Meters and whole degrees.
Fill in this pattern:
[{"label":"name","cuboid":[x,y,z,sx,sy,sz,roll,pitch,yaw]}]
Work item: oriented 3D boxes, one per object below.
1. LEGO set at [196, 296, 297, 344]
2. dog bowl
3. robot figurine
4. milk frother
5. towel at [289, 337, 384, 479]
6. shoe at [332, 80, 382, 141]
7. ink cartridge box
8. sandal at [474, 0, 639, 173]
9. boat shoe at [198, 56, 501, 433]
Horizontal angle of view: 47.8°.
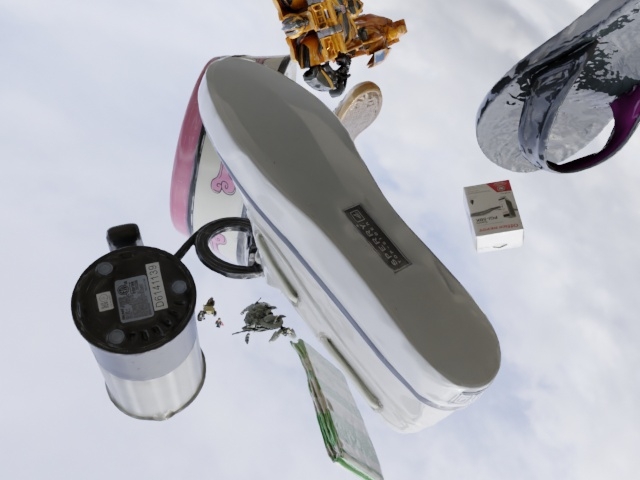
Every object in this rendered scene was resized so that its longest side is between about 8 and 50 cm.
[{"label":"LEGO set","cuboid":[-0.059,0.061,0.593,0.083,0.023,0.054,8,-152,-8]},{"label":"dog bowl","cuboid":[-0.162,-0.163,1.360,0.151,0.407,0.408,13,-146,0]},{"label":"robot figurine","cuboid":[0.029,-0.318,0.995,0.291,0.085,0.211,-45,-60,-57]},{"label":"milk frother","cuboid":[-0.101,0.056,0.554,0.143,0.134,0.129,3,-122,-4]},{"label":"towel","cuboid":[0.041,0.392,1.638,0.248,0.038,0.324,46,-166,-46]},{"label":"shoe","cuboid":[0.034,-0.188,1.155,0.077,0.219,0.058,-17,-111,-26]},{"label":"ink cartridge box","cuboid":[0.350,-0.050,1.467,0.099,0.056,0.135,-10,-128,5]},{"label":"sandal","cuboid":[0.310,-0.165,0.834,0.168,0.446,0.107,12,-112,-11]},{"label":"boat shoe","cuboid":[0.000,0.000,0.458,0.096,0.088,0.267,-25,-110,-46]}]
